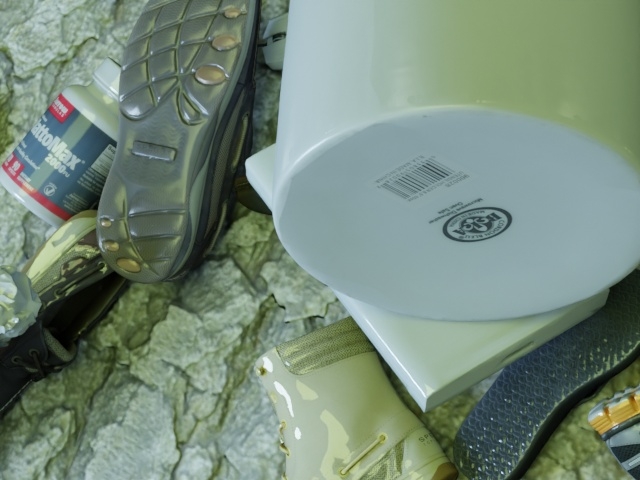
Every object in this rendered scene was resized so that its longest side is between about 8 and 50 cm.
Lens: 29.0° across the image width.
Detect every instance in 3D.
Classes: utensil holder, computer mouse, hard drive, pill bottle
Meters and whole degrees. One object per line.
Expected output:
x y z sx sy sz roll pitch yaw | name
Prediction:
0.127 -0.168 1.060 0.328 0.327 0.385 -7 56 18 | utensil holder
-0.030 -0.222 1.340 0.193 0.042 0.106 -3 75 20 | computer mouse
0.093 -0.009 1.164 0.203 0.040 0.307 -28 58 -17 | hard drive
-0.260 -0.109 1.362 0.108 0.108 0.180 40 92 24 | pill bottle

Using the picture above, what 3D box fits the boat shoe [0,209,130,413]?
-0.303 0.099 1.331 0.092 0.103 0.285 37 85 29 | boat shoe

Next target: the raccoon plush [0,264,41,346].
-0.448 0.211 1.279 0.446 0.299 0.216 -15 65 6 | raccoon plush

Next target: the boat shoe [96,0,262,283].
-0.139 -0.128 1.305 0.132 0.130 0.355 18 91 19 | boat shoe

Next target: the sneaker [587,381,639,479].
0.350 0.144 1.096 0.215 0.084 0.083 -27 84 15 | sneaker

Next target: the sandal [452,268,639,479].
0.222 0.125 1.161 0.254 0.054 0.097 -47 56 8 | sandal

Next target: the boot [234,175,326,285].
0.000 0.000 1.253 0.219 0.082 0.106 13 79 21 | boot

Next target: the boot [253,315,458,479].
-0.025 0.213 1.200 0.262 0.095 0.203 -34 68 8 | boot
